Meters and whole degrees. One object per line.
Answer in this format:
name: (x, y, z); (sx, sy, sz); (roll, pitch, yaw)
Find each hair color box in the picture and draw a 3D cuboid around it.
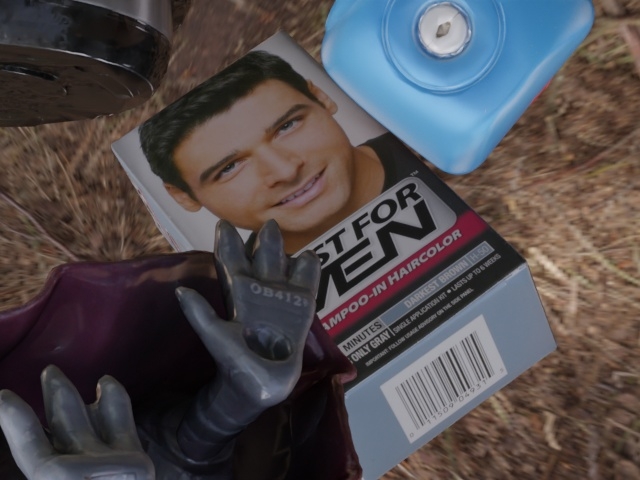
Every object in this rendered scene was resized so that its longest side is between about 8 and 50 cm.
hair color box: (0.000, 0.000, 1.316); (0.185, 0.374, 0.114); (-35, 136, -8)

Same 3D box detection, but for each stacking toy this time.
stacking toy: (0.135, -0.170, 1.334); (0.166, 0.302, 0.175); (42, 107, 10)

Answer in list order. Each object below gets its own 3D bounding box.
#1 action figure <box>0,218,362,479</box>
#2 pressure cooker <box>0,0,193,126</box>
action figure: (-0.111, 0.169, 0.633); (0.248, 0.370, 0.276); (5, 44, -41)
pressure cooker: (-0.301, -0.330, 1.403); (0.369, 0.375, 0.420); (-3, 82, 18)
